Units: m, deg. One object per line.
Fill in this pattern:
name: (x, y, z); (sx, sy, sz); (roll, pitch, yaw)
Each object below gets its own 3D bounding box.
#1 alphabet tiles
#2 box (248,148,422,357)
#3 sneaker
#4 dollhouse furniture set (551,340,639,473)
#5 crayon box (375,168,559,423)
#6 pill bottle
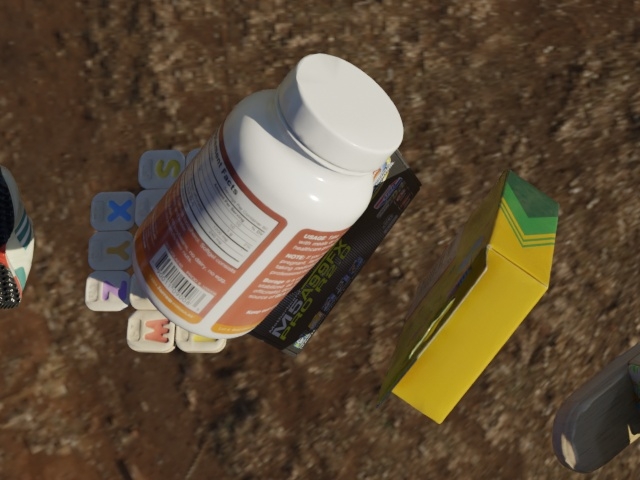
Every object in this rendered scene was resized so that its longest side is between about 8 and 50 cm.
alphabet tiles: (-0.192, 0.012, 1.806); (0.278, 0.021, 0.284); (0, 79, 14)
box: (0.000, 0.000, 1.533); (0.060, 0.216, 0.270); (35, 87, 19)
sneaker: (-0.293, -0.016, 1.199); (0.057, 0.075, 0.161); (4, 130, 1)
dollhouse furniture set: (0.338, 0.312, 0.930); (0.362, 0.256, 0.394); (17, 132, 52)
crayon box: (0.166, 0.064, 1.438); (0.081, 0.318, 0.202); (35, 114, -1)
pill bottle: (-0.039, -0.032, 0.967); (0.121, 0.121, 0.216); (50, 126, 9)
